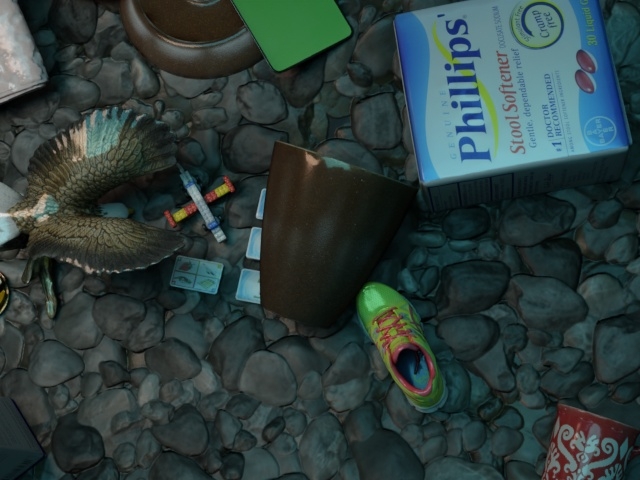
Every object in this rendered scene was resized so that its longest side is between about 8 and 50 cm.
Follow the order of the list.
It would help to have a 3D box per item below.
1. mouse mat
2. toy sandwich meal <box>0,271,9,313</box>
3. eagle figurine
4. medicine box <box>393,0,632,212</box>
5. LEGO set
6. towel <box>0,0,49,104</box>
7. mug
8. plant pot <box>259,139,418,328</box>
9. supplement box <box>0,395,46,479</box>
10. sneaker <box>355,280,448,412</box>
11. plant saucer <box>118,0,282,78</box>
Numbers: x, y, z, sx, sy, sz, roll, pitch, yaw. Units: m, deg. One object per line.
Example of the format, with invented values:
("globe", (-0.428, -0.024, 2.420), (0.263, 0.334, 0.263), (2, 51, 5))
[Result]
("mouse mat", (-0.054, -0.367, 1.692), (0.152, 0.007, 0.190), (-29, 87, -16))
("toy sandwich meal", (-0.523, 0.084, 1.693), (0.085, 0.029, 0.086), (-2, 76, 9))
("eagle figurine", (-0.346, -0.045, 1.597), (0.226, 0.298, 0.225), (53, 46, -14))
("medicine box", (0.270, -0.205, 1.561), (0.289, 0.149, 0.263), (-10, 75, 7))
("LEGO set", (-0.153, -0.010, 1.637), (0.244, 0.060, 0.182), (10, 76, 11))
("towel", (-0.632, -0.348, 1.725), (0.317, 0.053, 0.332), (-20, 97, 9))
("mug", (0.363, 0.320, 1.440), (0.150, 0.113, 0.169), (17, 83, 15))
("plant pot", (0.000, 0.000, 1.545), (0.215, 0.215, 0.230), (20, 93, 14))
("supplement box", (-0.502, 0.288, 1.541), (0.111, 0.220, 0.114), (-37, 74, -1))
("sneaker", (0.114, 0.141, 1.533), (0.081, 0.094, 0.208), (-33, 72, 3))
("plant saucer", (-0.182, -0.412, 1.745), (0.310, 0.050, 0.311), (-2, 77, 8))
